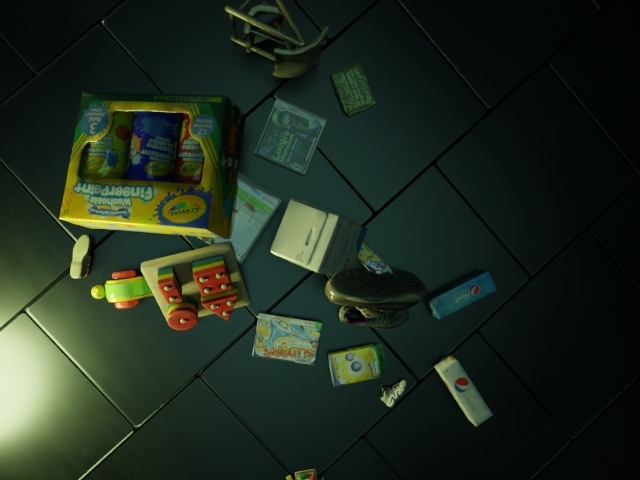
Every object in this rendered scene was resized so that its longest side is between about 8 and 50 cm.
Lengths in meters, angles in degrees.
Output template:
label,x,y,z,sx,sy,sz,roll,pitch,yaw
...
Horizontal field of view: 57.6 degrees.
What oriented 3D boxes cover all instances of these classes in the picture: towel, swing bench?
label,x,y,z,sx,sy,sz,roll,pitch,yaw
towel,0.101,-0.474,1.827,0.110,0.027,0.148,-24,94,-4
swing bench,-0.124,-0.597,1.691,0.254,0.253,0.165,42,87,-4

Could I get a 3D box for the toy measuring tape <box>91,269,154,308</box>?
label,x,y,z,sx,sy,sz,roll,pitch,yaw
toy measuring tape,-0.517,0.138,1.737,0.329,0.121,0.122,-6,92,-5

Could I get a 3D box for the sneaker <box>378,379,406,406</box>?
label,x,y,z,sx,sy,sz,roll,pitch,yaw
sneaker,0.223,0.472,1.849,0.069,0.038,0.098,35,87,-6

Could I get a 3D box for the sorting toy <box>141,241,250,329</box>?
label,x,y,z,sx,sy,sz,roll,pitch,yaw
sorting toy,-0.352,0.151,1.688,0.257,0.089,0.256,-14,134,-3

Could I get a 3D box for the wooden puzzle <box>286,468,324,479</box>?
label,x,y,z,sx,sy,sz,roll,pitch,yaw
wooden puzzle,-0.044,0.763,1.841,0.116,0.014,0.079,-15,93,-5

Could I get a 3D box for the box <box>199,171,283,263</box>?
label,x,y,z,sx,sy,sz,roll,pitch,yaw
box,-0.283,-0.094,1.748,0.261,0.127,0.231,32,89,-5

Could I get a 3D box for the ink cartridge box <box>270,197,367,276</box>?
label,x,y,z,sx,sy,sz,roll,pitch,yaw
ink cartridge box,0.000,0.000,1.698,0.168,0.232,0.171,20,89,26

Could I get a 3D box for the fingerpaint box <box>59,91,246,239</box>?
label,x,y,z,sx,sy,sz,roll,pitch,yaw
fingerpaint box,-0.462,-0.209,1.621,0.444,0.163,0.372,5,82,14

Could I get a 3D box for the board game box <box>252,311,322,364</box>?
label,x,y,z,sx,sy,sz,roll,pitch,yaw
board game box,-0.103,0.306,1.817,0.201,0.035,0.136,9,90,-5

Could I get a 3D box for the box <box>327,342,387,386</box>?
label,x,y,z,sx,sy,sz,roll,pitch,yaw
box,0.119,0.391,1.837,0.179,0.043,0.105,-11,92,-7

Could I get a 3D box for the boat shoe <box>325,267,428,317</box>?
label,x,y,z,sx,sy,sz,roll,pitch,yaw
boat shoe,0.162,0.173,1.722,0.355,0.132,0.130,5,126,-33

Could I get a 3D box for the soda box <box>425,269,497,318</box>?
label,x,y,z,sx,sy,sz,roll,pitch,yaw
soda box,0.445,0.170,1.850,0.210,0.067,0.071,-26,94,-4

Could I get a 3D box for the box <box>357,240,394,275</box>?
label,x,y,z,sx,sy,sz,roll,pitch,yaw
box,0.153,0.058,1.825,0.054,0.059,0.169,-44,94,0

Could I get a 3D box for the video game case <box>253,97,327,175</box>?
label,x,y,z,sx,sy,sz,roll,pitch,yaw
video game case,-0.093,-0.323,1.814,0.173,0.022,0.191,23,89,-5

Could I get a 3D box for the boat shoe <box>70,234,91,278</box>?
label,x,y,z,sx,sy,sz,roll,pitch,yaw
boat shoe,-0.716,0.049,1.754,0.048,0.042,0.133,11,89,20

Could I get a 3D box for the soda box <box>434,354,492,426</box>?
label,x,y,z,sx,sy,sz,roll,pitch,yaw
soda box,0.454,0.476,1.853,0.069,0.074,0.216,-34,94,-4

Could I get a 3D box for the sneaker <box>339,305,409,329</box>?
label,x,y,z,sx,sy,sz,roll,pitch,yaw
sneaker,0.172,0.242,1.810,0.223,0.098,0.083,-1,91,-5
